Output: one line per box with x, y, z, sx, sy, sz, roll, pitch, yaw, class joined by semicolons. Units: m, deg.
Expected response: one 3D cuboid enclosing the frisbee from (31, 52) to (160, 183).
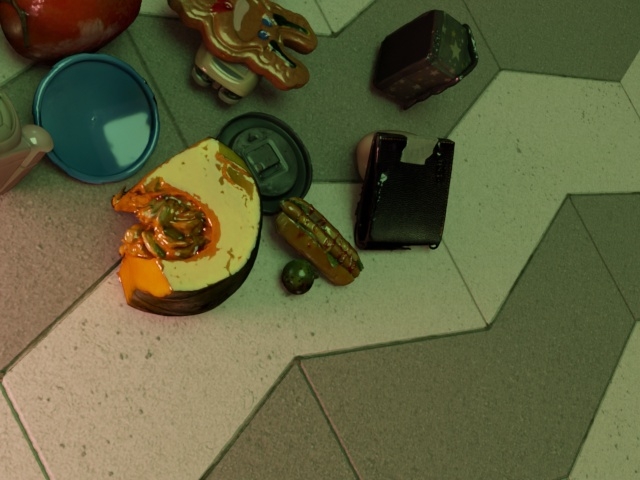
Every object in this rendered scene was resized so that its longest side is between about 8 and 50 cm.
-0.416;-0.226;1.319;0.242;0.045;0.241;-2;93;-38;frisbee

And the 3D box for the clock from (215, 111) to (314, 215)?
-0.123;-0.159;1.488;0.226;0.049;0.225;11;67;-27;clock

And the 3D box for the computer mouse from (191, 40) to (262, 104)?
-0.182;-0.400;1.514;0.145;0.082;0.236;32;59;-18;computer mouse

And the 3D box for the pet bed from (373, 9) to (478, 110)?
0.256;-0.429;1.706;0.159;0.211;0.183;27;60;-31;pet bed

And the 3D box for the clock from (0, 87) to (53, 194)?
-0.623;-0.198;1.077;0.325;0.184;0.342;50;14;-10;clock

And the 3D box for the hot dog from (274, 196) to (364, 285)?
0.000;0.000;1.460;0.250;0.076;0.104;47;51;-29;hot dog

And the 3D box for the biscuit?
-0.156;-0.450;1.472;0.334;0.047;0.201;26;60;-20;biscuit

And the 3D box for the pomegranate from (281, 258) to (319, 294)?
-0.039;0.078;1.445;0.085;0.073;0.073;33;58;-37;pomegranate

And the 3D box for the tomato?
-0.425;-0.455;1.277;0.309;0.170;0.308;-24;123;-42;tomato

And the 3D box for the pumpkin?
-0.235;-0.018;1.280;0.257;0.225;0.303;-9;84;-28;pumpkin

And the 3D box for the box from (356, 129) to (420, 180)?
0.176;-0.185;1.646;0.200;0.088;0.145;0;76;-30;box

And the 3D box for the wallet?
0.195;-0.103;1.578;0.221;0.071;0.262;1;104;-28;wallet
